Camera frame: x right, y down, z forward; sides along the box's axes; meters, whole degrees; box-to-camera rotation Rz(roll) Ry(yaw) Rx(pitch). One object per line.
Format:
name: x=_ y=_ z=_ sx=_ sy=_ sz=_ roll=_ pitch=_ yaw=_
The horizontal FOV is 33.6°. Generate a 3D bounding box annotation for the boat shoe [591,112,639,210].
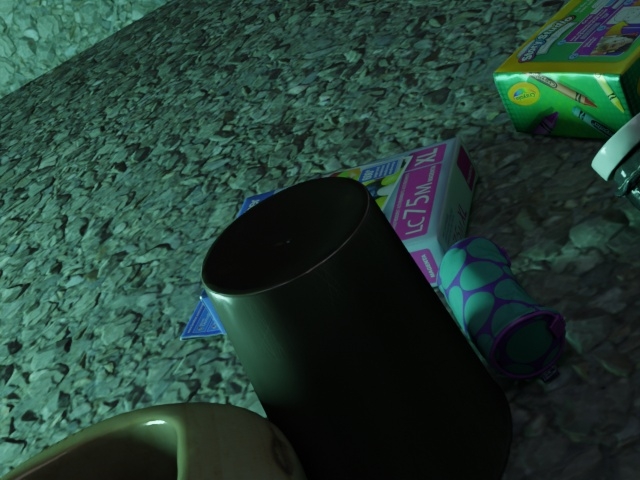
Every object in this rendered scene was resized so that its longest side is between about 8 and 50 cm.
boat shoe: x=0.373 y=-0.114 z=0.907 sx=0.302 sy=0.091 sz=0.114 roll=-35 pitch=-16 yaw=-8

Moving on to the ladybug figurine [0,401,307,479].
ladybug figurine: x=-0.130 y=0.237 z=0.626 sx=0.305 sy=0.162 sz=0.449 roll=-26 pitch=10 yaw=-1

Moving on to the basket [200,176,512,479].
basket: x=0.024 y=0.081 z=0.755 sx=0.154 sy=0.227 sz=0.204 roll=-11 pitch=32 yaw=30

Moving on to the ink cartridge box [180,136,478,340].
ink cartridge box: x=0.000 y=0.000 z=1.092 sx=0.311 sy=0.065 sz=0.186 roll=-17 pitch=30 yaw=25

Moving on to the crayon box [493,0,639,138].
crayon box: x=0.335 y=-0.219 z=1.118 sx=0.278 sy=0.081 sz=0.165 roll=-43 pitch=31 yaw=-24

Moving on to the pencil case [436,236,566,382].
pencil case: x=0.146 y=0.052 z=0.862 sx=0.070 sy=0.064 sz=0.152 roll=-23 pitch=27 yaw=-2
